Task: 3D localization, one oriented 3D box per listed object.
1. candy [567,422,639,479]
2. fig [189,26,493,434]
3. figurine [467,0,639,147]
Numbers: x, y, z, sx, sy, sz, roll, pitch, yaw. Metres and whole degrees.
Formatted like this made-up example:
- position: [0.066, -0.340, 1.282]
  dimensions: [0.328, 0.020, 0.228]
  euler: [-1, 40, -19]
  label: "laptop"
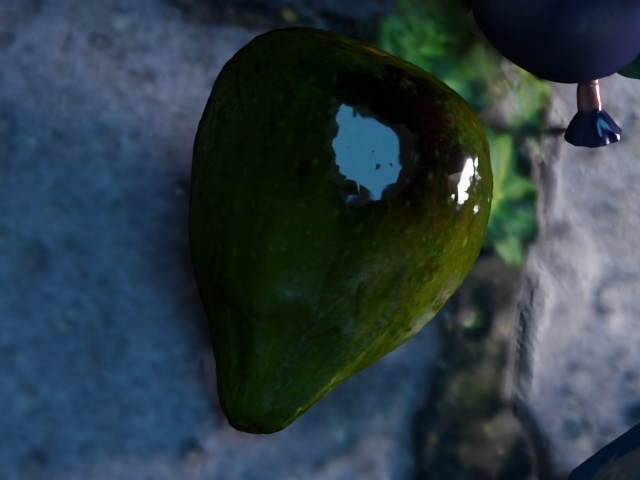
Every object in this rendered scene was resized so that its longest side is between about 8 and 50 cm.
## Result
- position: [0.209, 0.217, 0.505]
  dimensions: [0.306, 0.100, 0.157]
  euler: [41, 45, -3]
  label: "candy"
- position: [0.000, 0.000, 0.529]
  dimensions: [0.123, 0.123, 0.156]
  euler: [16, 101, -17]
  label: "fig"
- position: [0.086, -0.130, 0.623]
  dimensions: [0.195, 0.111, 0.102]
  euler: [20, 44, -12]
  label: "figurine"
